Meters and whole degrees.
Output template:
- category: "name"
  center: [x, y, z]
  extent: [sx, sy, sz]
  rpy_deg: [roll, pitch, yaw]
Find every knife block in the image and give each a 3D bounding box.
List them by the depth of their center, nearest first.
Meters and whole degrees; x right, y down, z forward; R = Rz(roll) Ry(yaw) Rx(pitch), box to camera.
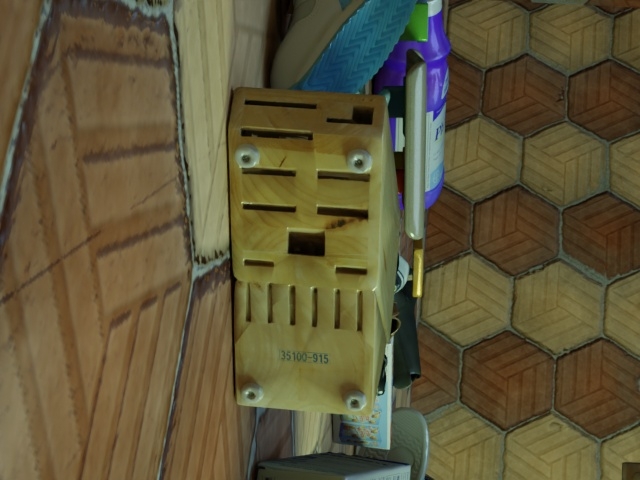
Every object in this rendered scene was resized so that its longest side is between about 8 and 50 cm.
- category: "knife block"
  center: [0.007, -0.005, 0.823]
  extent: [0.242, 0.088, 0.275]
  rpy_deg: [-74, 166, -61]

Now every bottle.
- category: "bottle"
  center: [0.113, -0.179, 1.523]
  extent: [0.118, 0.092, 0.282]
  rpy_deg: [-74, 166, -54]

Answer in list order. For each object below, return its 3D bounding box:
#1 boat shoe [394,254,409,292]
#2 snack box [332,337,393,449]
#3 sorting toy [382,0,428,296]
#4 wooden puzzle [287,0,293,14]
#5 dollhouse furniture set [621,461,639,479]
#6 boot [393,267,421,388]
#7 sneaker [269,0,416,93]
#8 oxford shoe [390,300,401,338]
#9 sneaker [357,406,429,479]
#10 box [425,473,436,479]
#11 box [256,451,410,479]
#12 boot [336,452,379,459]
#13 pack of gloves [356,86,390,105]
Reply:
- category: "boat shoe"
  center: [0.032, 0.042, 1.049]
  extent: [0.183, 0.065, 0.083]
  rpy_deg: [60, 44, -72]
- category: "snack box"
  center: [0.044, 0.158, 1.297]
  extent: [0.022, 0.064, 0.178]
  rpy_deg: [-77, 169, -45]
- category: "sorting toy"
  center: [0.089, -0.106, 1.311]
  extent: [0.196, 0.047, 0.347]
  rpy_deg: [-74, 164, -76]
- category: "wooden puzzle"
  center: [-0.011, -0.141, 0.888]
  extent: [0.116, 0.014, 0.078]
  rpy_deg: [83, 13, -58]
- category: "dollhouse furniture set"
  center: [0.087, 0.325, 0.881]
  extent: [0.174, 0.303, 0.355]
  rpy_deg: [146, -52, -82]
- category: "boot"
  center: [0.086, 0.104, 1.397]
  extent: [0.198, 0.077, 0.137]
  rpy_deg: [12, 58, -70]
- category: "sneaker"
  center: [0.018, -0.188, 0.823]
  extent: [0.228, 0.092, 0.087]
  rpy_deg: [-63, 163, -14]
- category: "oxford shoe"
  center: [0.042, 0.059, 1.179]
  extent: [0.076, 0.076, 0.212]
  rpy_deg: [84, 13, -49]
- category: "sneaker"
  center: [0.097, 0.340, 1.698]
  extent: [0.151, 0.094, 0.255]
  rpy_deg: [-21, 125, -76]
- category: "box"
  center: [0.130, 0.376, 1.844]
  extent: [0.169, 0.054, 0.059]
  rpy_deg: [-159, -109, -64]
- category: "box"
  center: [0.007, 0.224, 0.894]
  extent: [0.137, 0.072, 0.126]
  rpy_deg: [15, 79, -65]
- category: "boot"
  center: [0.058, 0.282, 1.365]
  extent: [0.305, 0.112, 0.115]
  rpy_deg: [-16, 100, -80]
- category: "pack of gloves"
  center: [0.050, -0.083, 1.282]
  extent: [0.232, 0.046, 0.195]
  rpy_deg: [72, 23, -71]
